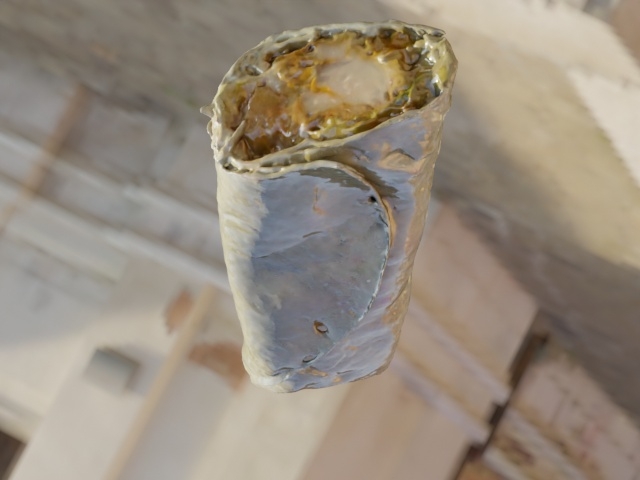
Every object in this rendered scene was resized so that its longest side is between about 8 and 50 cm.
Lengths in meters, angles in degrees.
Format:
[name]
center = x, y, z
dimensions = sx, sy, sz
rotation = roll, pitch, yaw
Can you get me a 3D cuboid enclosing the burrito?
[burrito]
center = 0.000, 0.000, 0.747
dimensions = 0.087, 0.060, 0.226
rotation = 1, 149, 0
